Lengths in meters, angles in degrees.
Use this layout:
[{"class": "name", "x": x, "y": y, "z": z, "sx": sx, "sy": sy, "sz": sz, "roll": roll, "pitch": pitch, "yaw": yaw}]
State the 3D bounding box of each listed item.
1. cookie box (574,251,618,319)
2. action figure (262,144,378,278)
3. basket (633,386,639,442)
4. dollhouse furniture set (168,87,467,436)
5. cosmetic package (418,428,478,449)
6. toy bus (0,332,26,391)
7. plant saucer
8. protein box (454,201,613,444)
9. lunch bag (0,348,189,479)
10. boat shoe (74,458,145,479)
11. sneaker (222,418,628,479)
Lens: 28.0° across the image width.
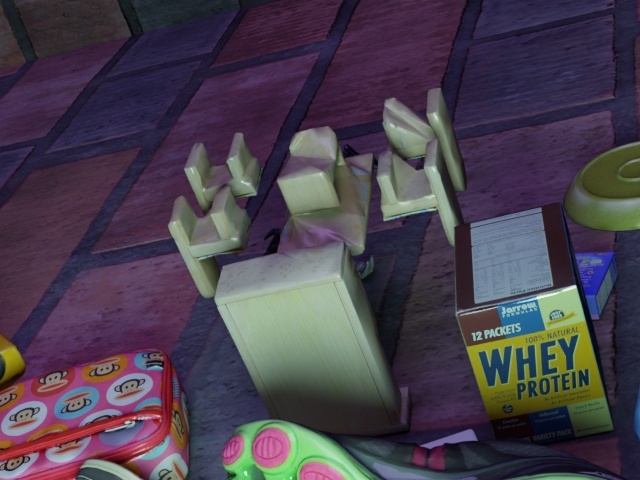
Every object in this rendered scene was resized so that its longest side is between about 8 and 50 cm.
[{"class": "cookie box", "x": 0.336, "y": 0.060, "z": 1.697, "sx": 0.091, "sy": 0.040, "sz": 0.107, "roll": -2, "pitch": 30, "yaw": 31}, {"class": "action figure", "x": 0.000, "y": 0.000, "z": 1.901, "sx": 0.141, "sy": 0.276, "sz": 0.164, "roll": 36, "pitch": 16, "yaw": 26}, {"class": "basket", "x": 0.467, "y": 0.100, "z": 1.306, "sx": 0.289, "sy": 0.255, "sz": 0.201, "roll": -4, "pitch": 25, "yaw": -12}, {"class": "dollhouse furniture set", "x": 0.011, "y": 0.036, "z": 1.674, "sx": 0.362, "sy": 0.256, "sz": 0.394, "roll": -12, "pitch": 34, "yaw": 15}, {"class": "cosmetic package", "x": 0.076, "y": 0.297, "z": 1.373, "sx": 0.231, "sy": 0.085, "sz": 0.117, "roll": -17, "pitch": 26, "yaw": 2}, {"class": "toy bus", "x": -0.575, "y": 0.262, "z": 1.835, "sx": 0.332, "sy": 0.130, "sz": 0.108, "roll": -32, "pitch": 28, "yaw": -24}, {"class": "plant saucer", "x": 0.475, "y": -0.092, "z": 1.902, "sx": 0.241, "sy": 0.037, "sz": 0.241, "roll": -15, "pitch": 26, "yaw": 8}, {"class": "protein box", "x": 0.246, "y": 0.098, "z": 1.503, "sx": 0.136, "sy": 0.200, "sz": 0.201, "roll": -14, "pitch": 27, "yaw": 13}, {"class": "lunch bag", "x": -0.315, "y": 0.274, "z": 1.659, "sx": 0.293, "sy": 0.120, "sz": 0.258, "roll": -17, "pitch": 31, "yaw": 3}, {"class": "boat shoe", "x": -0.205, "y": 0.326, "z": 1.469, "sx": 0.223, "sy": 0.080, "sz": 0.073, "roll": 25, "pitch": 54, "yaw": 25}, {"class": "sneaker", "x": 0.108, "y": 0.272, "z": 1.220, "sx": 0.482, "sy": 0.185, "sz": 0.202, "roll": 6, "pitch": 0, "yaw": 33}]
